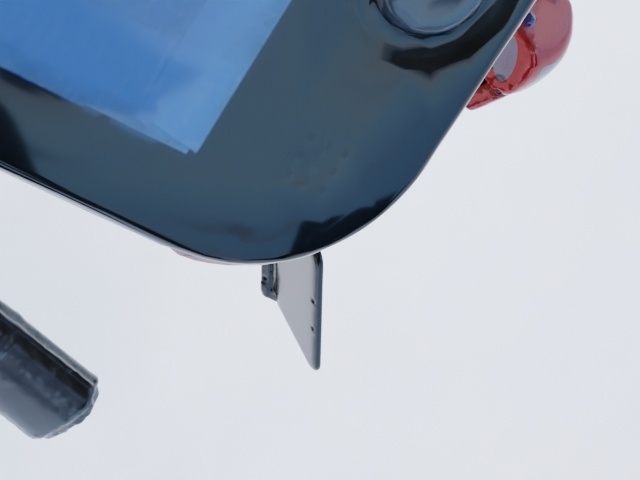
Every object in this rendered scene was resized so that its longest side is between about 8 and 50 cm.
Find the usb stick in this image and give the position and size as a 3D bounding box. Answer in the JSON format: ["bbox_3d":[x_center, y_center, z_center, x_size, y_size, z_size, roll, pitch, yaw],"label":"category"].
[{"bbox_3d":[-0.254,0.030,1.136,0.077,0.278,0.045,-24,-148,45],"label":"usb stick"}]

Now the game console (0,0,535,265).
[{"bbox_3d":[-0.060,-0.188,0.509,0.342,0.387,0.060,-54,-148,16],"label":"game console"}]

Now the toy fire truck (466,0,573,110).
[{"bbox_3d":[0.066,-0.158,0.812,0.135,0.192,0.047,-23,-162,48],"label":"toy fire truck"}]

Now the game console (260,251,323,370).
[{"bbox_3d":[0.000,0.000,1.160,0.071,0.122,0.107,28,-126,20],"label":"game console"}]
